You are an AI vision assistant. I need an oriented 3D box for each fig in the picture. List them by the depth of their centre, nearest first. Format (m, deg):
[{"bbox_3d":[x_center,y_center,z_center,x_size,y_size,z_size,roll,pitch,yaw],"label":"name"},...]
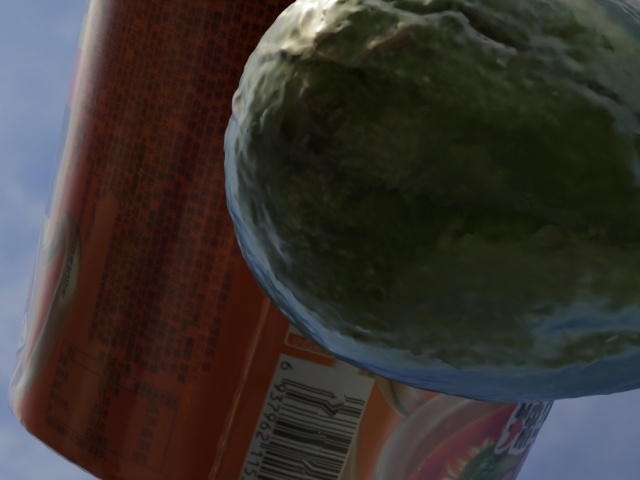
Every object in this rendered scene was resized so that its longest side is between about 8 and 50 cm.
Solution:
[{"bbox_3d":[0.058,-0.005,0.423,0.156,0.123,0.123,37,-60,35],"label":"fig"}]

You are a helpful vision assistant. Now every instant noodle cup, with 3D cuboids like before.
[{"bbox_3d":[0.000,0.000,0.649,0.250,0.250,0.192,24,-83,44],"label":"instant noodle cup"}]
